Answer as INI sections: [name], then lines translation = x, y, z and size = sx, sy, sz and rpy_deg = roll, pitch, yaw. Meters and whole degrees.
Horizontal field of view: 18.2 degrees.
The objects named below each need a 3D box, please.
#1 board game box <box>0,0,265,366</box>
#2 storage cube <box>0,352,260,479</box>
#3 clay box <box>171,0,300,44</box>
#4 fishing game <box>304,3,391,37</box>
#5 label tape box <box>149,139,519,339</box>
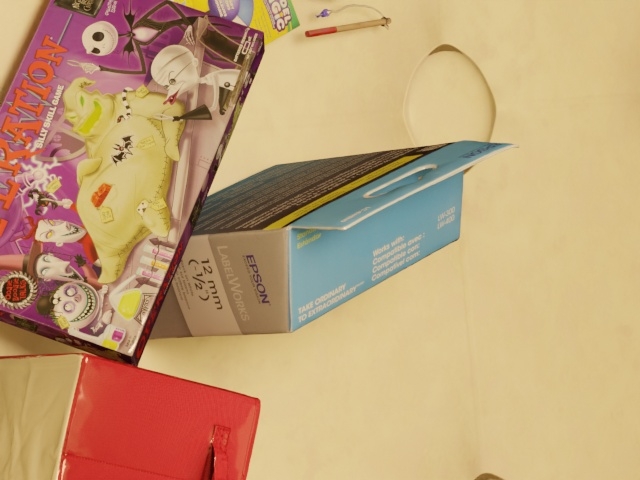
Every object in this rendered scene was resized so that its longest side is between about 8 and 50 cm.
[board game box]
translation = -0.206, -0.073, 1.860
size = 0.056, 0.208, 0.347
rpy_deg = 86, 23, -68
[storage cube]
translation = -0.198, 0.212, 1.831
size = 0.193, 0.215, 0.184
rpy_deg = 18, 77, -34
[clay box]
translation = -0.108, -0.245, 2.036
size = 0.222, 0.053, 0.127
rpy_deg = -34, 111, -38
[fishing game]
translation = 0.011, -0.351, 2.145
size = 0.189, 0.041, 0.264
rpy_deg = -14, 91, -47
[label tape box]
translation = 0.000, 0.000, 1.924
size = 0.249, 0.347, 0.115
rpy_deg = -27, 107, -40
